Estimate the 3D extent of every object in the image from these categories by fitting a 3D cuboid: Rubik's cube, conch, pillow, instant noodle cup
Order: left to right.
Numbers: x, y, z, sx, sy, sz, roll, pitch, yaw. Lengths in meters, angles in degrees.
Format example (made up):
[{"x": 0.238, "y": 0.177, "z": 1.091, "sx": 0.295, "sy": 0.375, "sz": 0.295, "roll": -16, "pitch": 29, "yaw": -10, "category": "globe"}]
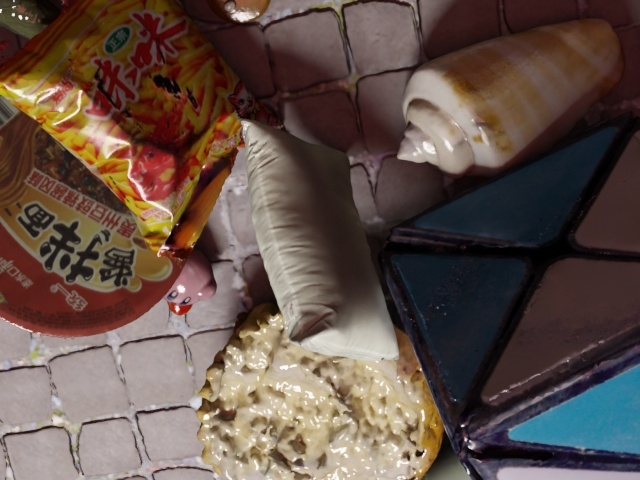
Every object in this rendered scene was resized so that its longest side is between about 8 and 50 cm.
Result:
[{"x": -0.274, "y": -0.032, "z": 0.990, "sx": 0.274, "sy": 0.091, "sz": 0.273, "roll": 4, "pitch": 81, "yaw": -29, "category": "instant noodle cup"}, {"x": 0.001, "y": -0.001, "z": 0.947, "sx": 0.144, "sy": 0.254, "sz": 0.078, "roll": 6, "pitch": 148, "yaw": -39, "category": "pillow"}, {"x": 0.194, "y": -0.141, "z": 0.959, "sx": 0.255, "sy": 0.127, "sz": 0.158, "roll": -31, "pitch": 103, "yaw": 9, "category": "conch"}, {"x": 0.263, "y": 0.111, "z": 0.899, "sx": 0.305, "sy": 0.307, "sz": 0.310, "roll": -26, "pitch": 127, "yaw": 8, "category": "Rubik's cube"}]

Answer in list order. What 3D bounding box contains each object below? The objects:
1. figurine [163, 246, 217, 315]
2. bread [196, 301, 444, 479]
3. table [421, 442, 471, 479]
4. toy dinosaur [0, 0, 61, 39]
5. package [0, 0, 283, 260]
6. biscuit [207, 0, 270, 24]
[{"x": -0.155, "y": 0.037, "z": 1.050, "sx": 0.083, "sy": 0.071, "sz": 0.067, "roll": 38, "pitch": 62, "yaw": -18, "category": "figurine"}, {"x": 0.002, "y": 0.179, "z": 1.049, "sx": 0.274, "sy": 0.149, "sz": 0.274, "roll": 1, "pitch": 112, "yaw": 4, "category": "bread"}, {"x": 0.122, "y": 0.324, "z": 1.100, "sx": 0.220, "sy": 0.126, "sz": 0.126, "roll": -31, "pitch": 104, "yaw": 10, "category": "table"}, {"x": -0.326, "y": -0.213, "z": 0.968, "sx": 0.179, "sy": 0.087, "sz": 0.187, "roll": -31, "pitch": 102, "yaw": 8, "category": "toy dinosaur"}, {"x": -0.180, "y": -0.137, "z": 0.936, "sx": 0.288, "sy": 0.108, "sz": 0.223, "roll": 50, "pitch": 60, "yaw": -20, "category": "package"}, {"x": -0.127, "y": -0.310, "z": 0.966, "sx": 0.138, "sy": 0.031, "sz": 0.205, "roll": -38, "pitch": 104, "yaw": 11, "category": "biscuit"}]
